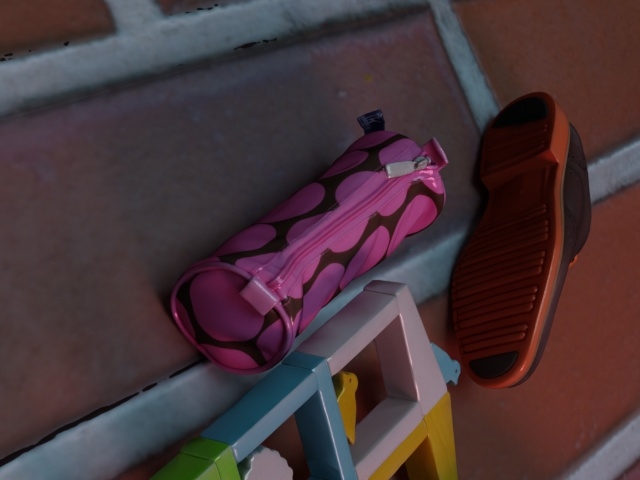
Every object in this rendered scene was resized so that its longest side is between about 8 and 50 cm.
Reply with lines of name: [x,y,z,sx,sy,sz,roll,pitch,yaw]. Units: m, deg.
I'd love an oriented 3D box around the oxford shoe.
oxford shoe: [0.177,0.008,0.898,0.098,0.097,0.271,40,52,-32]

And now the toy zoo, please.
toy zoo: [0.009,0.156,0.693,0.293,0.030,0.192,-38,122,-43]

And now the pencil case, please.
pencil case: [0.000,0.000,0.738,0.209,0.098,0.095,-42,104,-41]
